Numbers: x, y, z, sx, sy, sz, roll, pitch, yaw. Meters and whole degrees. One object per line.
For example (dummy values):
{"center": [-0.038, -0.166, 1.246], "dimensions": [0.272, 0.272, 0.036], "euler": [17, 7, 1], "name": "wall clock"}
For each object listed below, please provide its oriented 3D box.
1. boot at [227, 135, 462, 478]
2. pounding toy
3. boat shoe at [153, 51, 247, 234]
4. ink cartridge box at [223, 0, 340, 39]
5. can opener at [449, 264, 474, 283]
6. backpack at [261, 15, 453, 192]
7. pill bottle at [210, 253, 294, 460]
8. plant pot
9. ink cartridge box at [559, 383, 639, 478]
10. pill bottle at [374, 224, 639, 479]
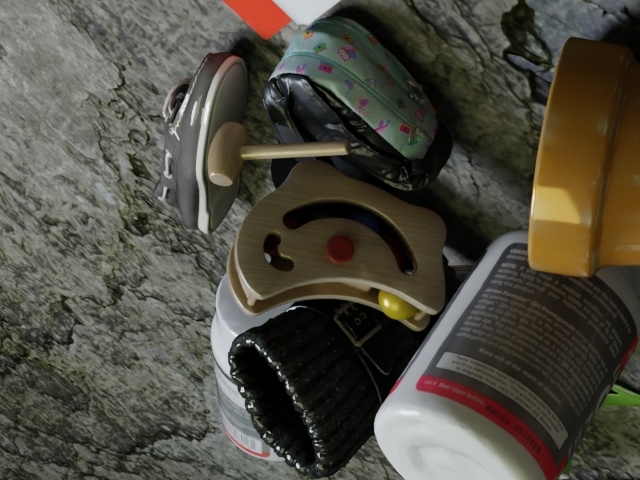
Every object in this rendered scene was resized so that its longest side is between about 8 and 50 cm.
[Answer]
{"center": [-0.008, 0.051, 1.803], "dimensions": [0.348, 0.260, 0.131], "euler": [53, 151, 13], "name": "boot"}
{"center": [0.000, 0.000, 1.658], "dimensions": [0.269, 0.154, 0.155], "euler": [24, 160, -2], "name": "pounding toy"}
{"center": [-0.148, -0.112, 1.934], "dimensions": [0.095, 0.112, 0.335], "euler": [26, 154, 9], "name": "boat shoe"}
{"center": [-0.080, -0.279, 1.672], "dimensions": [0.189, 0.066, 0.232], "euler": [42, 147, -12], "name": "ink cartridge box"}
{"center": [0.124, 0.101, 1.957], "dimensions": [0.076, 0.095, 0.283], "euler": [4, 156, -19], "name": "can opener"}
{"center": [0.031, -0.131, 1.703], "dimensions": [0.182, 0.115, 0.152], "euler": [43, 149, -24], "name": "backpack"}
{"center": [-0.055, 0.146, 2.166], "dimensions": [0.161, 0.161, 0.283], "euler": [26, 150, 17], "name": "pill bottle"}
{"center": [0.289, -0.060, 1.472], "dimensions": [0.188, 0.205, 0.205], "euler": [10, 145, 13], "name": "plant pot"}
{"center": [0.230, 0.203, 1.941], "dimensions": [0.189, 0.097, 0.255], "euler": [25, 162, -36], "name": "ink cartridge box"}
{"center": [0.202, 0.101, 1.652], "dimensions": [0.176, 0.318, 0.176], "euler": [27, 151, 17], "name": "pill bottle"}
